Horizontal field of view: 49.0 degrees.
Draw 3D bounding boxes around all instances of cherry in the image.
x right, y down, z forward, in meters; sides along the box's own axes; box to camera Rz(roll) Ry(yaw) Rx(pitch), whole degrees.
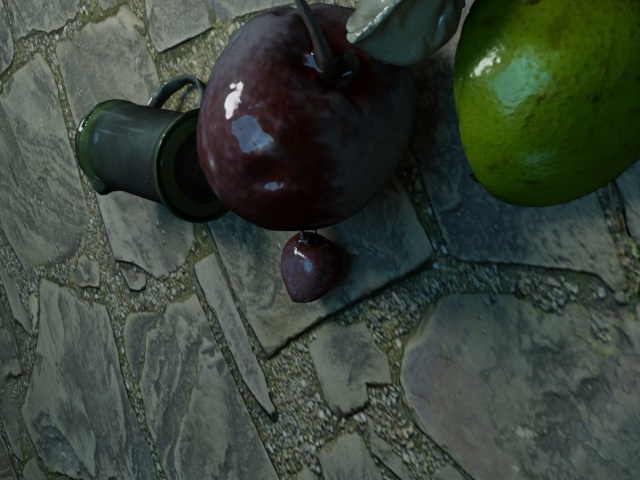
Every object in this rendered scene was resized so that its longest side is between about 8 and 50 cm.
[{"bbox_3d":[0.000,0.000,1.125,0.107,0.090,0.226,40,114,50],"label":"cherry"},{"bbox_3d":[-0.025,-0.171,0.980,0.291,0.335,0.326,39,87,-9],"label":"cherry"}]

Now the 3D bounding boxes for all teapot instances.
[{"bbox_3d":[-0.302,-0.189,1.319,0.336,0.200,0.271,17,82,42],"label":"teapot"}]

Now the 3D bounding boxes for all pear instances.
[{"bbox_3d":[0.283,-0.178,0.805,0.239,0.139,0.288,-1,97,35],"label":"pear"}]

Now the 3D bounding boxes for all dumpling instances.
[{"bbox_3d":[0.118,-0.277,0.828,0.111,0.181,0.155,41,134,-17],"label":"dumpling"}]
